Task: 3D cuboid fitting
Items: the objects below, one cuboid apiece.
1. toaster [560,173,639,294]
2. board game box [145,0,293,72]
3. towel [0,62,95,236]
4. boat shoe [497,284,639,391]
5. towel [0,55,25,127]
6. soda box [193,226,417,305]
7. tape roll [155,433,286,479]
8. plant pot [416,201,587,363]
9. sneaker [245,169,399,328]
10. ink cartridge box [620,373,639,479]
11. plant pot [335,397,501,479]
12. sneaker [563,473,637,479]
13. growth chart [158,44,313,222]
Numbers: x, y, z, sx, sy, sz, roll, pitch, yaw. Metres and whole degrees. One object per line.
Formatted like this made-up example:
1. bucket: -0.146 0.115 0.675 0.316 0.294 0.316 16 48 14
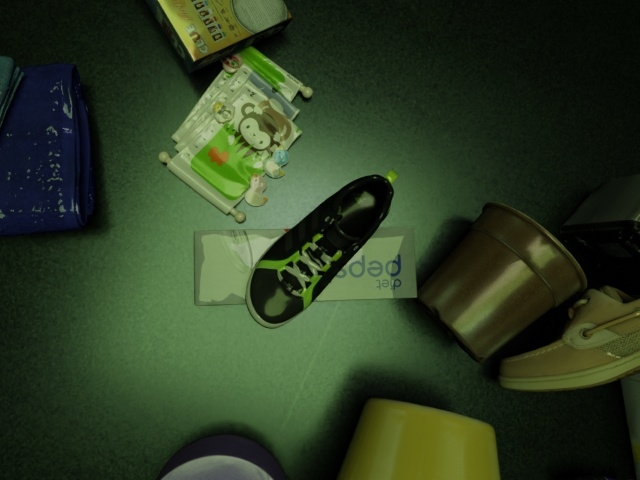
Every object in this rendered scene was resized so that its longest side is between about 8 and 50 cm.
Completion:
1. toaster: 0.464 -0.003 0.635 0.168 0.186 0.110 39 87 -2
2. board game box: -0.168 -0.372 0.610 0.165 0.042 0.243 -34 102 -22
3. towel: -0.459 -0.107 0.594 0.308 0.076 0.227 -6 79 -7
4. boat shoe: 0.378 0.112 0.582 0.122 0.341 0.110 7 61 -47
5. towel: -0.414 -0.169 0.556 0.067 0.029 0.119 13 79 -3
6. soda box: -0.021 0.034 0.620 0.286 0.091 0.098 -1 85 -7
7. tape roll: -0.131 0.357 0.586 0.189 0.080 0.189 1 85 -6
8. plant pot: 0.228 0.065 0.620 0.165 0.167 0.167 -44 91 0
9. sneaker: 0.000 0.000 0.529 0.084 0.097 0.234 42 79 1
10. ink cartridge box: 0.610 0.270 0.640 0.279 0.160 0.384 -7 86 -7
11. plant pot: 0.114 0.328 0.547 0.254 0.254 0.239 17 68 -5
12. sneaker: 0.361 0.470 0.632 0.146 0.102 0.293 12 79 -1
13. growth chart: -0.115 -0.160 0.661 0.172 0.021 0.237 30 83 -5
